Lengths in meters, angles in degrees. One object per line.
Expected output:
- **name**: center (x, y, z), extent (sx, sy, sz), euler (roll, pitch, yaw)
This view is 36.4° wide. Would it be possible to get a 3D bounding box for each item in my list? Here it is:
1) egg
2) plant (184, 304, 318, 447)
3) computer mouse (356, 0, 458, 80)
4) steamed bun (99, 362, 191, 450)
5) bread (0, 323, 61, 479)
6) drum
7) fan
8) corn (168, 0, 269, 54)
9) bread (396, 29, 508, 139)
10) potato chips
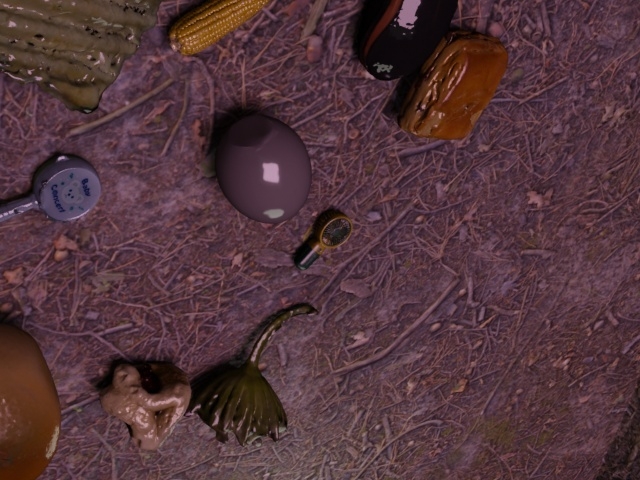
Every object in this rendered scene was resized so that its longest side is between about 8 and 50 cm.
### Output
- **egg**: center (-0.102, -0.126, 1.815), extent (0.176, 0.176, 0.232), euler (-37, 139, -8)
- **plant**: center (-0.168, 0.290, 2.168), extent (0.251, 0.180, 0.334), euler (16, 79, -35)
- **computer mouse**: center (0.181, -0.446, 1.832), extent (0.182, 0.116, 0.323), euler (-4, 124, -42)
- **steamed bun**: center (-0.372, 0.321, 1.996), extent (0.155, 0.141, 0.172), euler (33, 96, -32)
- **bread**: center (-0.645, 0.307, 1.681), extent (0.376, 0.253, 0.348), euler (7, 114, -40)
- **drum**: center (-0.496, -0.079, 1.648), extent (0.253, 0.049, 0.130), euler (-11, 128, -30)
- **fan**: center (0.000, 0.000, 2.086), extent (0.155, 0.039, 0.082), euler (-47, 137, 4)
- **corn**: center (-0.169, -0.382, 1.652), extent (0.206, 0.067, 0.067), euler (-37, 136, -12)
- **bread**: center (0.279, -0.311, 1.990), extent (0.210, 0.099, 0.235), euler (-5, 129, -48)
- **potato chips**: center (-0.383, -0.405, 1.455), extent (0.389, 0.097, 0.373), euler (37, 86, -44)
